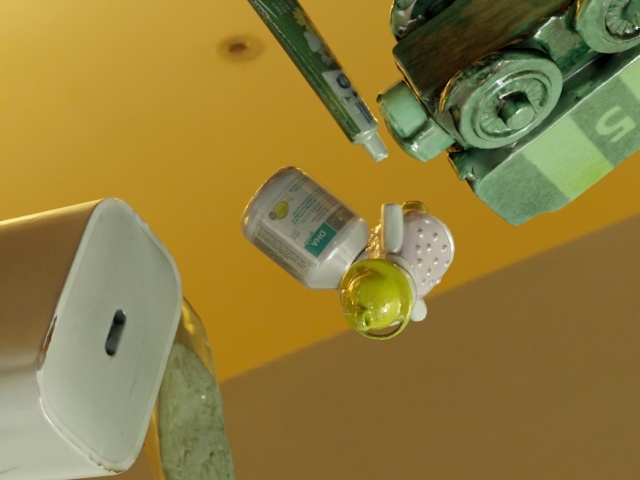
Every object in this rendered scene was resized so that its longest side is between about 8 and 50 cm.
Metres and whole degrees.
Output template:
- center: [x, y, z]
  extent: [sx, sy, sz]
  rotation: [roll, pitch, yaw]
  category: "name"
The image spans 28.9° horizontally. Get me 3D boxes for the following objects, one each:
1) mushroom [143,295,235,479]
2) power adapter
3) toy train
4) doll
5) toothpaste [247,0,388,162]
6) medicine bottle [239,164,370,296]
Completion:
- center: [-0.139, 0.141, 1.169]
  extent: [0.087, 0.107, 0.333]
  rotation: [3, -148, -24]
  category: "mushroom"
- center: [-0.245, 0.083, 0.899]
  extent: [0.255, 0.124, 0.187]
  rotation: [-12, -135, 27]
  category: "power adapter"
- center: [0.196, -0.164, 1.026]
  extent: [0.299, 0.238, 0.167]
  rotation: [-38, -128, 14]
  category: "toy train"
- center: [0.074, 0.030, 1.188]
  extent: [0.081, 0.129, 0.207]
  rotation: [-4, -156, 25]
  category: "doll"
- center: [-0.002, -0.155, 1.084]
  extent: [0.049, 0.204, 0.031]
  rotation: [-41, -170, -36]
  category: "toothpaste"
- center: [0.000, 0.000, 1.807]
  extent: [0.215, 0.135, 0.135]
  rotation: [38, -122, 10]
  category: "medicine bottle"
